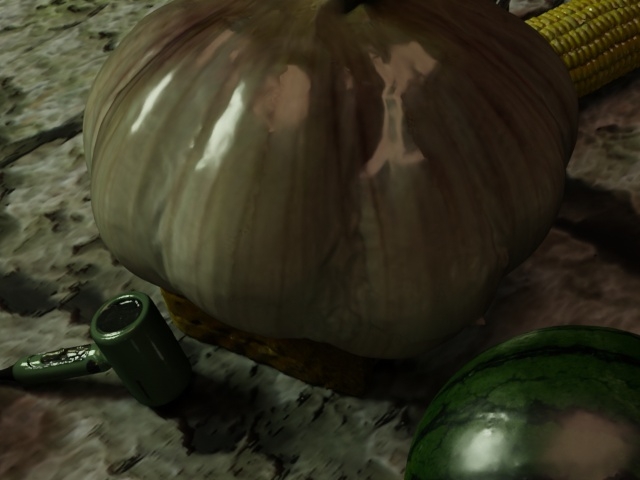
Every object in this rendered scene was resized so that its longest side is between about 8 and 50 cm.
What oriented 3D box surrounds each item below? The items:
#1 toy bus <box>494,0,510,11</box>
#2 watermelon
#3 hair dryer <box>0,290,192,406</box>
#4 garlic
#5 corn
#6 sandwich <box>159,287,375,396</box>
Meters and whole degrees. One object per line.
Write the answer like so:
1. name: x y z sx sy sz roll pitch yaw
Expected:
1. toy bus: 0.137 -0.198 1.087 0.052 0.058 0.102 12 40 18
2. watermelon: 0.126 0.138 0.638 0.214 0.188 0.188 0 42 23
3. hair dryer: -0.167 0.085 0.819 0.150 0.071 0.047 -13 36 17
4. garlic: 0.003 -0.067 0.760 0.322 0.241 0.322 -14 53 19
5. corn: 0.192 -0.151 1.016 0.248 0.081 0.081 -26 47 -22
6. sandwich: 0.000 0.000 0.883 0.186 0.065 0.215 16 47 22
